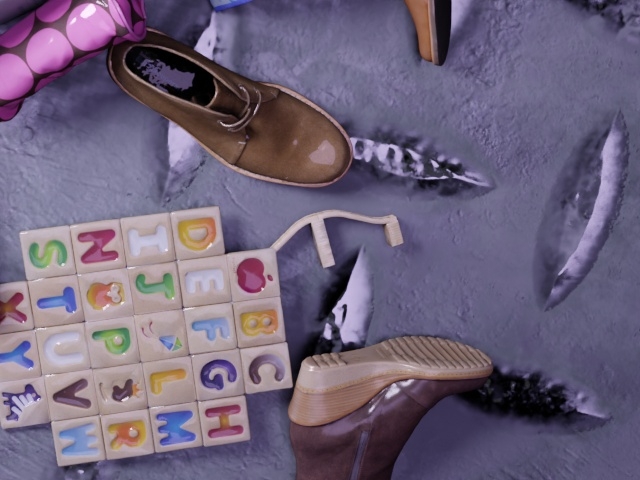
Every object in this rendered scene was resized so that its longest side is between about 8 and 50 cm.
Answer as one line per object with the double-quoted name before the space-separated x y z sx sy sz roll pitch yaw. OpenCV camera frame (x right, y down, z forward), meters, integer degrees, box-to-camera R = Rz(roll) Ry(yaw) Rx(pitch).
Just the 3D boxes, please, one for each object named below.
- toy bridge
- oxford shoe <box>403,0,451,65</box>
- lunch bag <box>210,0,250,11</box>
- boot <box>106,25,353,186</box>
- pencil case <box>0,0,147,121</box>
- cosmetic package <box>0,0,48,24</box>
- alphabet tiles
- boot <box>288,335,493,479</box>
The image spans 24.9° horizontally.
"toy bridge" 0.000 0.000 1.701 0.188 0.026 0.063 -16 103 -8
"oxford shoe" 0.104 -0.301 1.651 0.076 0.076 0.212 -6 107 21
"lunch bag" -0.075 -0.331 1.587 0.151 0.096 0.128 -17 106 23
"boot" -0.094 -0.138 1.611 0.305 0.115 0.112 26 93 -16
"pencil case" -0.277 -0.206 1.535 0.209 0.098 0.095 -25 64 21
"cosmetic package" -0.380 -0.330 1.476 0.453 0.161 0.230 -27 95 -5
"alphabet tiles" -0.210 0.113 1.675 0.343 0.011 0.285 -8 102 -5
"boot" 0.082 0.227 1.748 0.248 0.090 0.206 -4 114 -12
